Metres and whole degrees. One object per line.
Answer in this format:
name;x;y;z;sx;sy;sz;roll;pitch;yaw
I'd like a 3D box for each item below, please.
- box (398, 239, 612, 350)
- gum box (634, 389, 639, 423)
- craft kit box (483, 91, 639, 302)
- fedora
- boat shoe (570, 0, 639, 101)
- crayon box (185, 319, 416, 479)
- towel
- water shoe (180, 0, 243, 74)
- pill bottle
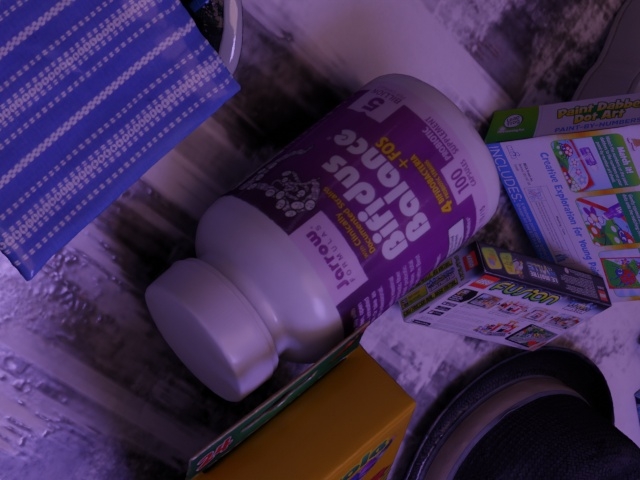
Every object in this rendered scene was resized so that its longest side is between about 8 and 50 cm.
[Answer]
box;0.189;0.060;1.576;0.207;0.036;0.114;15;141;-42
gum box;0.457;0.273;1.846;0.041;0.157;0.184;-32;125;-26
craft kit box;0.322;-0.040;1.559;0.250;0.246;0.061;60;40;-38
fedora;0.239;0.282;1.671;0.334;0.152;0.334;-15;116;-35
boat shoe;0.349;-0.186;1.613;0.254;0.095;0.079;-58;137;-21
crayon box;-0.027;0.217;1.362;0.202;0.081;0.318;-37;161;-23
towel;-0.220;-0.175;1.113;0.243;0.040;0.336;-45;115;-28
water shoe;-0.111;-0.225;1.251;0.080;0.073;0.203;-8;109;-14
pill bottle;0.000;0.000;1.350;0.301;0.169;0.169;-40;128;-22
